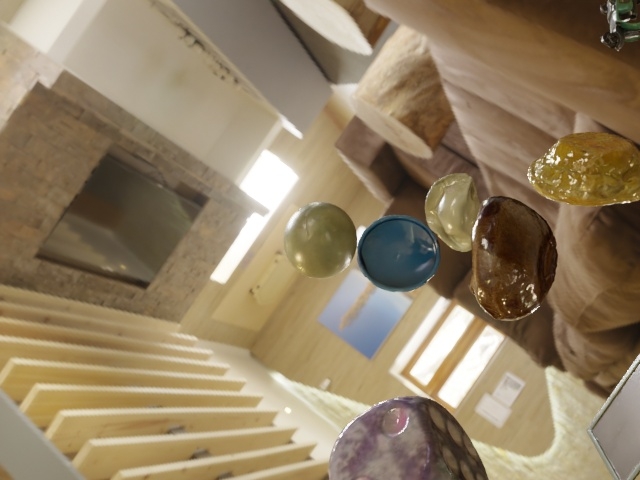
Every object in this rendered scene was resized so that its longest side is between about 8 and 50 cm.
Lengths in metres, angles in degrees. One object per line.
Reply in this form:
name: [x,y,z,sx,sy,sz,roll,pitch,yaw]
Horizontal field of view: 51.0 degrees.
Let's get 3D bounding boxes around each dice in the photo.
dice: [0.196,0.524,1.457,0.270,0.271,0.270,44,-160,-33]

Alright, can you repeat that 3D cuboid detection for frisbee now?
frisbee: [0.224,0.040,1.931,0.242,0.242,0.045,34,162,19]

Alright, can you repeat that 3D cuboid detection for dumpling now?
dumpling: [0.304,-0.062,1.573,0.134,0.100,0.169,1,122,31]

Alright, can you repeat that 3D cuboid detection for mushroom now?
mushroom: [0.322,0.026,1.108,0.138,0.194,0.231,9,-150,17]

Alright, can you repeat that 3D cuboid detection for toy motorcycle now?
toy motorcycle: [0.644,-0.471,1.412,0.100,0.173,0.058,4,156,13]

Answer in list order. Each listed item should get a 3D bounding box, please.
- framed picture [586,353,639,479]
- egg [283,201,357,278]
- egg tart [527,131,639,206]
framed picture: [0.725,0.413,1.545,0.017,0.274,0.217,18,-154,-10]
egg: [0.000,0.000,1.691,0.186,0.186,0.253,34,158,8]
egg tart: [0.686,-0.197,1.686,0.319,0.319,0.128,34,140,49]
